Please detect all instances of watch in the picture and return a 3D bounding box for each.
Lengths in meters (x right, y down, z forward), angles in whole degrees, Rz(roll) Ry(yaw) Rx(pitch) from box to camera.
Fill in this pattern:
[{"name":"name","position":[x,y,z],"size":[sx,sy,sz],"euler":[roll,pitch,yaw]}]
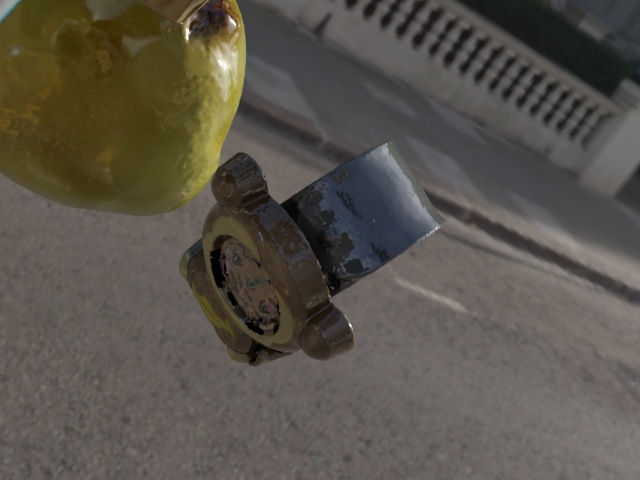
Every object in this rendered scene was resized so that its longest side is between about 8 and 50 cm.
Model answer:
[{"name":"watch","position":[0.000,0.000,1.587],"size":[0.326,0.335,0.314],"euler":[-30,87,-32]}]

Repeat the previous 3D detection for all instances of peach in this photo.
[{"name":"peach","position":[-0.230,-0.190,1.154],"size":[0.314,0.316,0.282],"euler":[31,47,-7]}]

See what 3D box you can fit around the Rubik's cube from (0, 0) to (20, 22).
[{"name":"Rubik's cube","position":[-0.278,-0.230,0.485],"size":[0.290,0.291,0.292],"euler":[41,6,-37]}]

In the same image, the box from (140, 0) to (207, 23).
[{"name":"box","position":[-0.119,-0.243,0.830],"size":[0.111,0.111,0.177],"euler":[23,22,-34]}]
